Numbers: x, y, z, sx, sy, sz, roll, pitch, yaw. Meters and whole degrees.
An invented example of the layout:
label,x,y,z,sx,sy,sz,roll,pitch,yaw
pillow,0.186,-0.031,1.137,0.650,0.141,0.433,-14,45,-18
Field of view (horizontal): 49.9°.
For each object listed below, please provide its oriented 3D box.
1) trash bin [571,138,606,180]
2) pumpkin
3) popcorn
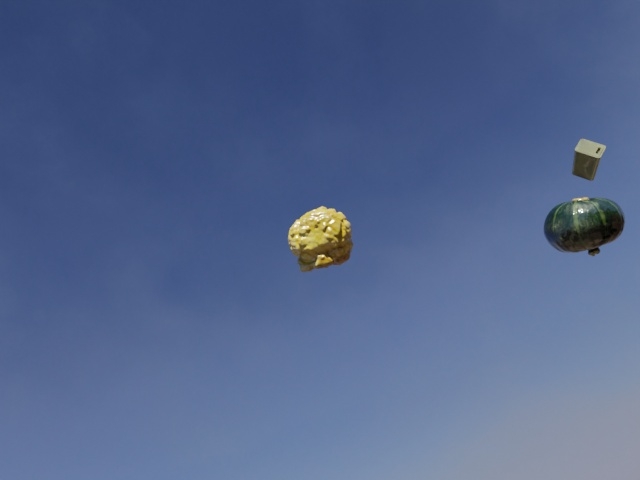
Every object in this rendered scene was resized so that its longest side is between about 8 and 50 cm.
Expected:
label,x,y,z,sx,sy,sz,roll,pitch,yaw
trash bin,0.633,-0.188,1.631,0.043,0.061,0.092,-53,-28,-25
pumpkin,0.563,-0.031,1.474,0.167,0.125,0.167,2,8,0
popcorn,0.000,0.000,1.820,0.180,0.180,0.170,-13,-55,-20
